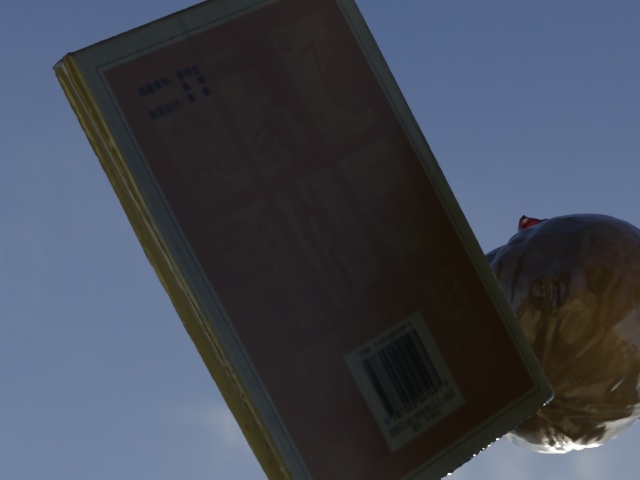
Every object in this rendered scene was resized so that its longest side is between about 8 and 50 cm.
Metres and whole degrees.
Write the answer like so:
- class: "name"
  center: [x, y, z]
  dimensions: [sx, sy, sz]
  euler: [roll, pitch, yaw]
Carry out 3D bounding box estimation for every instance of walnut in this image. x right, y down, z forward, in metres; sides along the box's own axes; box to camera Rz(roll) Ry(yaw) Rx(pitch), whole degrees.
- class: "walnut"
  center: [0.147, 0.055, 1.086]
  dimensions: [0.140, 0.162, 0.140]
  euler: [14, -66, 36]

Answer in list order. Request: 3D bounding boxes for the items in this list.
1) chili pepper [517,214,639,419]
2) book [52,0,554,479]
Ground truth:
- class: "chili pepper"
  center: [0.194, 0.049, 1.297]
  dimensions: [0.065, 0.088, 0.169]
  euler: [-44, -105, 30]
- class: "book"
  center: [-0.001, 0.000, 0.829]
  dimensions: [0.018, 0.170, 0.242]
  euler: [-27, -89, 50]
